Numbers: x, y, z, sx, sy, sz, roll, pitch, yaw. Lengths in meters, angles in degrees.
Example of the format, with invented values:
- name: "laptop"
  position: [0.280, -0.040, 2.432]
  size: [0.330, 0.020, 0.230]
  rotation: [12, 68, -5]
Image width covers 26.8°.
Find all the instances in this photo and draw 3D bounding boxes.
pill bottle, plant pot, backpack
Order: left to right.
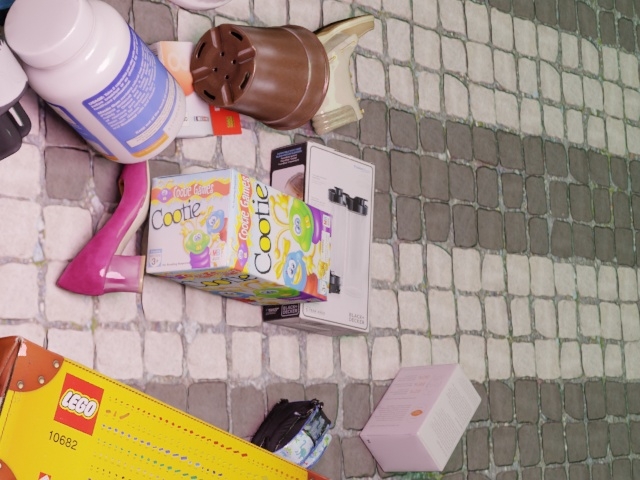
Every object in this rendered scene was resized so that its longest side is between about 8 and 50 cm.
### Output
- name: "pill bottle"
  position: [-0.301, -0.226, 1.789]
  size: [0.272, 0.152, 0.152]
  rotation: [51, 46, -58]
- name: "plant pot"
  position: [-0.100, -0.257, 2.047]
  size: [0.165, 0.167, 0.167]
  rotation: [0, 82, -54]
- name: "backpack"
  position: [-0.045, 0.308, 2.060]
  size: [0.114, 0.105, 0.084]
  rotation: [-48, 116, -35]

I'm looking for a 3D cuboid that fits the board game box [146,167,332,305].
- name: "board game box"
  position: [-0.114, 0.002, 1.974]
  size: [0.275, 0.144, 0.142]
  rotation: [23, 66, -56]

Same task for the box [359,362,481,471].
- name: "box"
  position: [0.171, 0.300, 2.275]
  size: [0.091, 0.130, 0.170]
  rotation: [57, 48, -24]

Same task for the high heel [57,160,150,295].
- name: "high heel"
  position: [-0.302, -0.031, 1.893]
  size: [0.117, 0.082, 0.244]
  rotation: [4, 64, -7]

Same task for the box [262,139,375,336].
- name: "box"
  position: [0.000, 0.000, 2.180]
  size: [0.169, 0.087, 0.290]
  rotation: [15, 72, -45]

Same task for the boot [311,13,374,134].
- name: "boot"
  position: [0.037, -0.284, 2.282]
  size: [0.213, 0.077, 0.165]
  rotation: [-34, 107, -40]

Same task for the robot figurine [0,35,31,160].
- name: "robot figurine"
  position: [-0.475, -0.217, 1.650]
  size: [0.173, 0.209, 0.278]
  rotation: [-41, 114, -24]

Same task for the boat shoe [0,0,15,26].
- name: "boat shoe"
  position: [-0.357, -0.345, 1.846]
  size: [0.258, 0.109, 0.089]
  rotation: [-45, 142, -43]

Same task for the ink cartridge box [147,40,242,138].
- name: "ink cartridge box"
  position: [-0.183, -0.230, 2.060]
  size: [0.179, 0.045, 0.145]
  rotation: [-8, 89, -45]

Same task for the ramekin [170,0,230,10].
- name: "ramekin"
  position: [-0.170, -0.499, 2.061]
  size: [0.273, 0.127, 0.273]
  rotation: [11, 75, -46]

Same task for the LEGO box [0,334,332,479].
- name: "LEGO box"
  position: [-0.291, 0.304, 1.597]
  size: [0.500, 0.372, 0.193]
  rotation: [33, 60, -40]
